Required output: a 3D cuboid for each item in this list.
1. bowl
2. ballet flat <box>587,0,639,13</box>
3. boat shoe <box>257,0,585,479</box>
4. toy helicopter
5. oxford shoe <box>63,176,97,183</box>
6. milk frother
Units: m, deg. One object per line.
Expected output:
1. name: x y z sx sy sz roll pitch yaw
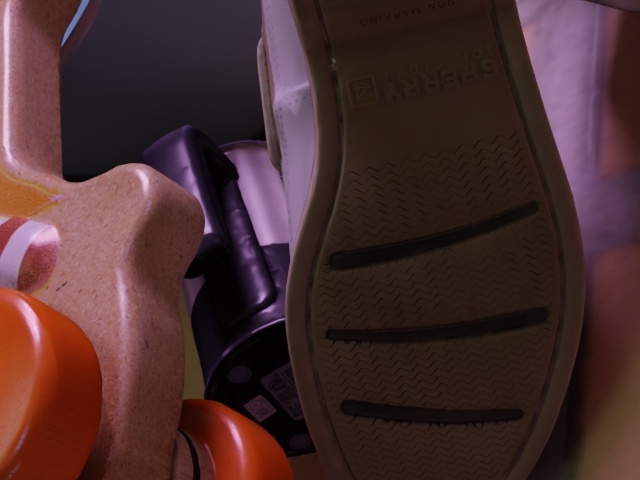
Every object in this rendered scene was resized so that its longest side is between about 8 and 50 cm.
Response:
1. bowl: -0.091 -0.160 0.905 0.311 0.163 0.311 -34 46 43
2. ballet flat: 0.103 -0.177 0.673 0.139 0.139 0.400 -50 31 27
3. boat shoe: 0.035 -0.041 0.622 0.103 0.113 0.302 -92 -2 -74
4. toy helicopter: -0.149 0.006 0.679 0.235 0.140 0.355 -23 53 28
5. oxford shoe: -0.161 0.055 0.966 0.130 0.123 0.348 1 68 29
6. milk frother: 0.000 0.000 0.747 0.143 0.129 0.135 -18 41 -3
